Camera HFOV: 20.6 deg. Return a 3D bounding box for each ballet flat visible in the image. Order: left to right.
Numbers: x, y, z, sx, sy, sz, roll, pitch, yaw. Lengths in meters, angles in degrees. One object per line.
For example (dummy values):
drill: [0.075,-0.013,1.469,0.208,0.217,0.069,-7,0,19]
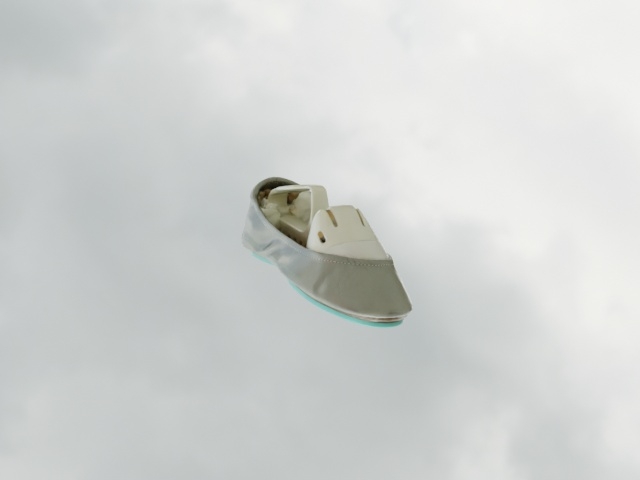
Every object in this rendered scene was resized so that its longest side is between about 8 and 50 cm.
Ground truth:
ballet flat: [0.000,0.000,1.219,0.072,0.068,0.213,1,-166,-25]
